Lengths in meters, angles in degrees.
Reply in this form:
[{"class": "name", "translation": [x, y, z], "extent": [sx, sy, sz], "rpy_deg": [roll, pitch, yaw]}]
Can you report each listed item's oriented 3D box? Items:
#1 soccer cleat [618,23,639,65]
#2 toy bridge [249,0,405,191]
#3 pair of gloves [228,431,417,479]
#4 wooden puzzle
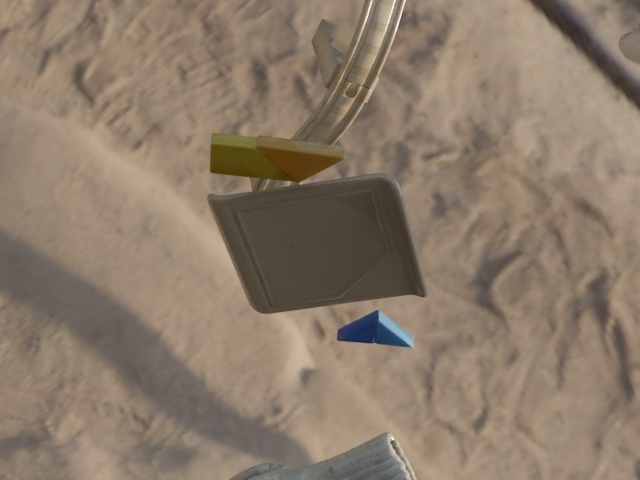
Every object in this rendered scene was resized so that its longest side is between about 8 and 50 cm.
[{"class": "soccer cleat", "translation": [0.283, -0.182, 1.026], "extent": [0.196, 0.076, 0.068], "rpy_deg": [-42, 123, -22]}, {"class": "toy bridge", "translation": [0.011, -0.091, 0.764], "extent": [0.026, 0.188, 0.063], "rpy_deg": [18, 27, -19]}, {"class": "pair of gloves", "translation": [-0.001, 0.262, 0.982], "extent": [0.042, 0.204, 0.240], "rpy_deg": [-18, 90, -64]}, {"class": "wooden puzzle", "translation": [0.000, 0.000, 0.560], "extent": [0.078, 0.116, 0.014], "rpy_deg": [0, 49, 8]}]
